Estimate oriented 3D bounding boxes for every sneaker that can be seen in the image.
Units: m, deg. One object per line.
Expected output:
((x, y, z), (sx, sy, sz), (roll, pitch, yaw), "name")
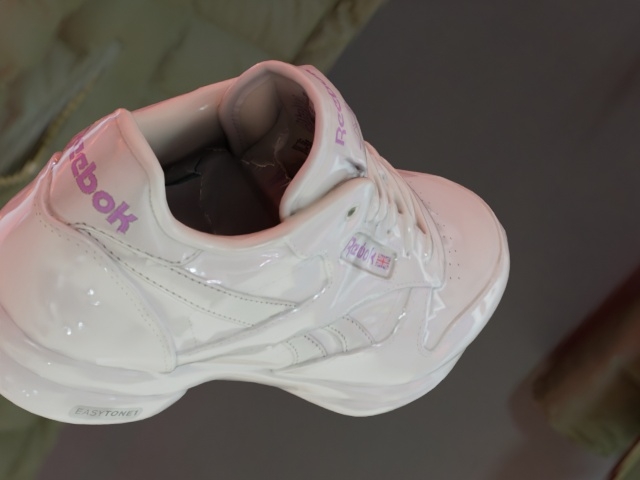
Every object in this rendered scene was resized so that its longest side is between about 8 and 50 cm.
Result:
((0.000, 0.000, 0.640), (0.305, 0.152, 0.114), (-6, 55, -48), "sneaker")
